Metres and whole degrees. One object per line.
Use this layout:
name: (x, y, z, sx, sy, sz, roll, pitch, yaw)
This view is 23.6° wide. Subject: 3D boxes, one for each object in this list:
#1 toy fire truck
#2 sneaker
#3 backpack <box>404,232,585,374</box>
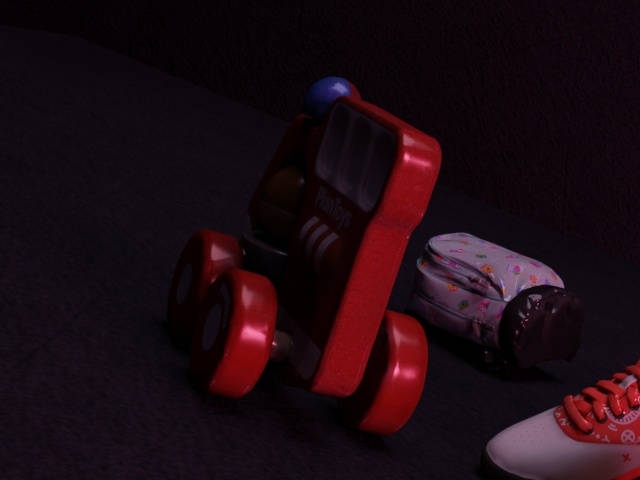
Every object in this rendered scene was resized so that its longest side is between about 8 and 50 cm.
toy fire truck: (0.000, 0.000, 1.255, 0.169, 0.254, 0.302, 17, 11, -19)
sneaker: (0.261, 0.119, 1.229, 0.270, 0.145, 0.090, -5, 29, -8)
backpack: (0.184, 0.066, 1.671, 0.182, 0.115, 0.152, 24, 13, 38)
